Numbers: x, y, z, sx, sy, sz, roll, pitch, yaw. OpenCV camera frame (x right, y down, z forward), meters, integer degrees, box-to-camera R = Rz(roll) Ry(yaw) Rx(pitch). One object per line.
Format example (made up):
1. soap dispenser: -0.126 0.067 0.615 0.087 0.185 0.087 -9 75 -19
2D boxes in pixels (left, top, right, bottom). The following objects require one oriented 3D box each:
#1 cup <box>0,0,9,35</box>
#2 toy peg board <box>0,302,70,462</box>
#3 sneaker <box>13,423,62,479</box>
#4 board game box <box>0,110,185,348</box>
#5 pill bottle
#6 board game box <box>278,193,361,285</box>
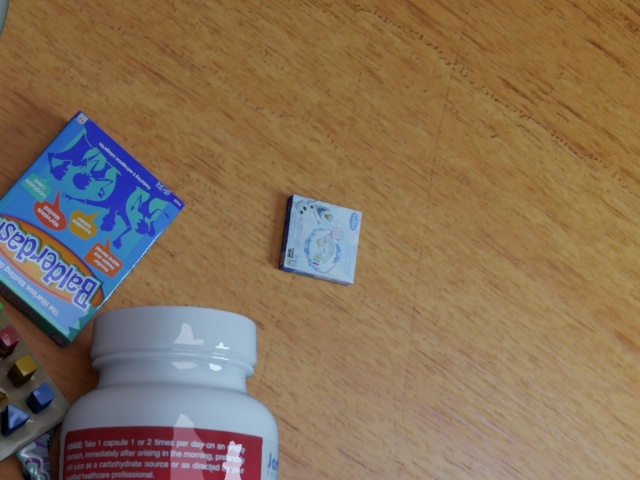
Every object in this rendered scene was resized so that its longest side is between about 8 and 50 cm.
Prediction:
1. cup: -0.460 -0.307 1.772 0.331 0.237 0.331 6 75 -22
2. toy peg board: -0.358 0.148 1.767 0.161 0.079 0.161 -33 84 -27
3. sneaker: -0.291 0.219 1.827 0.069 0.038 0.098 -36 94 -26
4. board game box: -0.273 -0.013 1.888 0.160 0.047 0.210 41 65 -10
5. pill bottle: -0.158 0.283 1.764 0.229 0.229 0.408 8 74 -22
6. board game box: 0.000 0.000 2.022 0.090 0.020 0.090 14 71 -20
